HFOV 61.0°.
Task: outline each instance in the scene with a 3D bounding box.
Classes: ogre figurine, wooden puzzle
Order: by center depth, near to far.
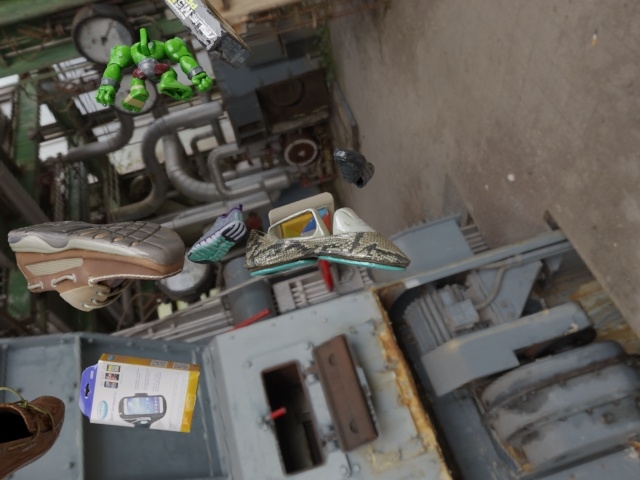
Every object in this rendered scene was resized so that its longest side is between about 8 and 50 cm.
[{"bbox_3d":[-0.300,-0.306,0.976,0.097,0.197,0.118,41,-144,-68],"label":"ogre figurine"},{"bbox_3d":[-0.047,-0.020,1.773,0.044,0.221,0.239,-130,26,-51],"label":"wooden puzzle"}]

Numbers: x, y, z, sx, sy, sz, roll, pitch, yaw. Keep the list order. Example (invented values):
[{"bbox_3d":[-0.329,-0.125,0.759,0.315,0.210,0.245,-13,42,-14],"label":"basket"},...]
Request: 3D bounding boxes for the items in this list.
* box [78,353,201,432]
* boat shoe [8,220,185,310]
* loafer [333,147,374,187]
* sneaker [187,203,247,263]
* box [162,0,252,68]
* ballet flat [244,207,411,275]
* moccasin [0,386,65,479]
[{"bbox_3d":[-0.221,0.187,0.668,0.028,0.136,0.081,-128,48,-79],"label":"box"},{"bbox_3d":[-0.316,0.037,0.779,0.123,0.324,0.116,-18,-73,-54],"label":"boat shoe"},{"bbox_3d":[0.089,-0.192,1.464,0.223,0.076,0.078,19,-89,-67],"label":"loafer"},{"bbox_3d":[-0.284,-0.014,1.519,0.083,0.223,0.098,34,-141,-37],"label":"sneaker"},{"bbox_3d":[-0.259,-0.481,1.156,0.216,0.060,0.270,49,-170,-6],"label":"box"},{"bbox_3d":[0.000,0.000,1.454,0.164,0.483,0.182,9,-101,-62],"label":"ballet flat"},{"bbox_3d":[-0.674,0.410,1.178,0.380,0.139,0.147,-5,-70,-83],"label":"moccasin"}]
